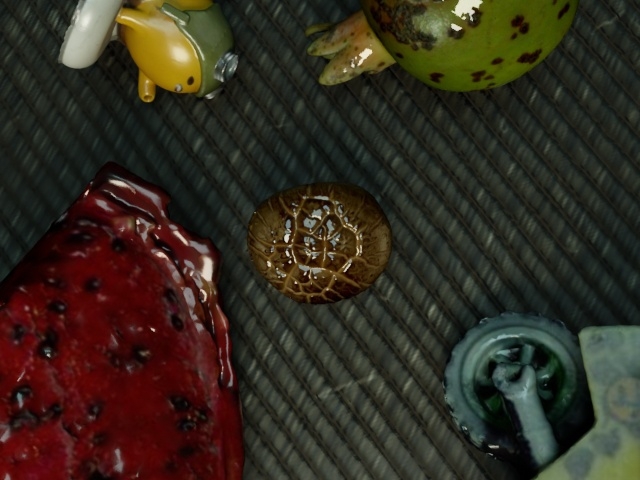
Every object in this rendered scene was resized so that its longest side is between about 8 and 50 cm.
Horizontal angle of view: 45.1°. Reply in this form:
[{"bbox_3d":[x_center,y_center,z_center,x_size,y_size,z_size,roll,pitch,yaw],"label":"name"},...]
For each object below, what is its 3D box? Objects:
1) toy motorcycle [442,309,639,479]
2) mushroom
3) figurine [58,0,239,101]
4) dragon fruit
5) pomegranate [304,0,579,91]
[{"bbox_3d":[0.288,0.170,0.565,0.409,0.169,0.237,0,66,22],"label":"toy motorcycle"},{"bbox_3d":[-0.001,0.000,0.672,0.126,0.085,0.109,-20,80,8],"label":"mushroom"},{"bbox_3d":[-0.123,-0.232,0.708,0.141,0.166,0.250,26,69,-15],"label":"figurine"},{"bbox_3d":[-0.199,0.129,0.668,0.286,0.228,0.329,30,60,-23],"label":"dragon fruit"},{"bbox_3d":[0.100,-0.223,0.669,0.245,0.198,0.198,-4,77,44],"label":"pomegranate"}]
